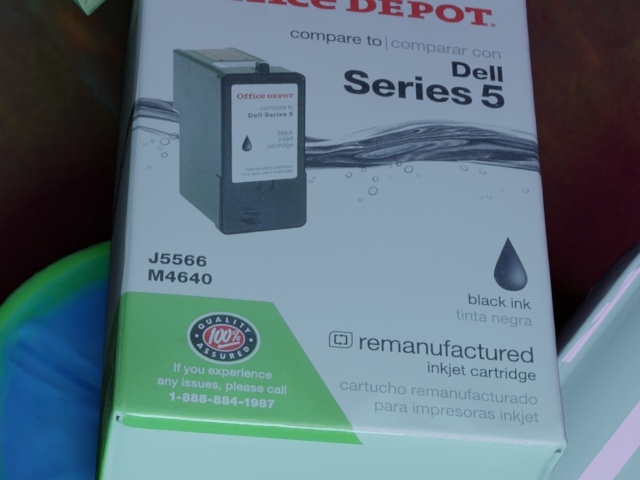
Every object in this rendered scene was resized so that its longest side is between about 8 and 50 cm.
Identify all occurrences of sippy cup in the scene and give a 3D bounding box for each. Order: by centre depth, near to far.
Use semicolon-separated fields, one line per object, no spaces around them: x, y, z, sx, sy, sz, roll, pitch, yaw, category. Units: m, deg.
-0.078;0.150;1.046;0.240;0.224;0.305;31;56;10;sippy cup

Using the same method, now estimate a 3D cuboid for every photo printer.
0.120;0.155;1.131;0.107;0.256;0.307;38;80;7;photo printer

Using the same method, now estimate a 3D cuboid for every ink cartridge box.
0.000;0.000;0.955;0.198;0.115;0.273;5;55;-8;ink cartridge box

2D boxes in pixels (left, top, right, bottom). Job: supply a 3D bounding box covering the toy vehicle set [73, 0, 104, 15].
-0.149;-0.264;1.013;0.166;0.035;0.267;-43;76;-4;toy vehicle set
